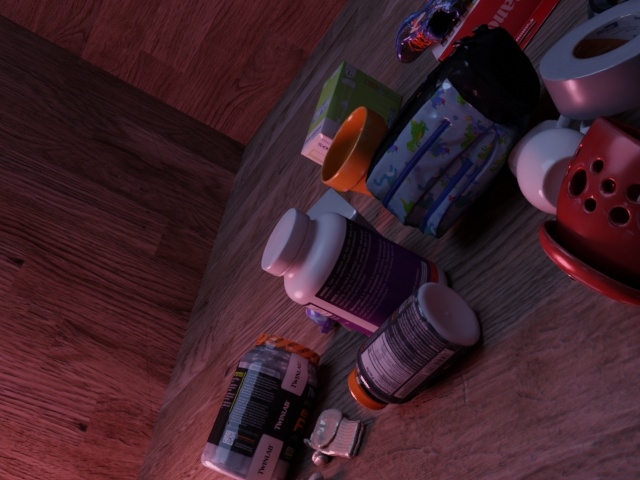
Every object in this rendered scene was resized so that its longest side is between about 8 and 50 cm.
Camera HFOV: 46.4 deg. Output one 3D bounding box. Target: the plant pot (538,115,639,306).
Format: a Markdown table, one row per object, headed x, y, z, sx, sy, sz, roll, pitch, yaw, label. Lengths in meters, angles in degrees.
| x | y | z | sx | sy | sz | roll | pitch | yaw | label |
| --- | --- | --- | --- | --- | --- | --- | --- | --- | --- |
| 0.369 | -0.029 | 0.878 | 0.191 | 0.191 | 0.174 | -100 | 31 | -63 | plant pot |

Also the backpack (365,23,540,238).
| x | y | z | sx | sy | sz | roll | pitch | yaw | label |
| --- | --- | --- | --- | --- | --- | --- | --- | --- | --- |
| 0.234 | -0.177 | 1.362 | 0.356 | 0.273 | 0.290 | -36 | 6 | 33 | backpack |

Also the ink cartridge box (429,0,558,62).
| x | y | z | sx | sy | sz | roll | pitch | yaw | label |
| --- | --- | --- | --- | --- | --- | --- | --- | --- | --- |
| 0.384 | -0.516 | 1.650 | 0.309 | 0.130 | 0.271 | -55 | 20 | 23 | ink cartridge box |

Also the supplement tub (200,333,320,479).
| x | y | z | sx | sy | sz | roll | pitch | yaw | label |
| --- | --- | --- | --- | --- | --- | --- | --- | --- | --- |
| -0.124 | 0.382 | 1.675 | 0.194 | 0.194 | 0.315 | -22 | 45 | 65 | supplement tub |

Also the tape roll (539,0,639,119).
| x | y | z | sx | sy | sz | roll | pitch | yaw | label |
| --- | --- | --- | --- | --- | --- | --- | --- | --- | --- |
| 0.433 | -0.268 | 1.082 | 0.219 | 0.072 | 0.219 | -29 | 24 | 14 | tape roll |

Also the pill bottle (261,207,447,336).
| x | y | z | sx | sy | sz | roll | pitch | yaw | label |
| --- | --- | --- | --- | --- | --- | --- | --- | --- | --- |
| 0.062 | 0.065 | 1.383 | 0.181 | 0.323 | 0.181 | -53 | 20 | 28 | pill bottle |

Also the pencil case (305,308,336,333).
| x | y | z | sx | sy | sz | roll | pitch | yaw | label |
| --- | --- | --- | --- | --- | --- | --- | --- | --- | --- |
| 0.047 | 0.115 | 1.776 | 0.206 | 0.086 | 0.088 | -59 | 41 | 16 | pencil case |

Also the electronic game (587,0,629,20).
| x | y | z | sx | sy | sz | roll | pitch | yaw | label |
| --- | --- | --- | --- | --- | --- | --- | --- | --- | --- |
| 0.535 | -0.454 | 1.250 | 0.229 | 0.048 | 0.229 | -53 | 21 | 31 | electronic game |

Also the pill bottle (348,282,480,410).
| x | y | z | sx | sy | sz | roll | pitch | yaw | label |
| --- | --- | --- | --- | --- | --- | --- | --- | --- | --- |
| 0.147 | 0.192 | 1.275 | 0.245 | 0.131 | 0.130 | -50 | 21 | 35 | pill bottle |

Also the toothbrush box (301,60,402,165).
| x | y | z | sx | sy | sz | roll | pitch | yaw | label |
| --- | --- | --- | --- | --- | --- | --- | --- | --- | --- |
| 0.091 | -0.325 | 2.084 | 0.122 | 0.206 | 0.283 | -40 | 29 | 51 | toothbrush box |

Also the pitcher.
| x | y | z | sx | sy | sz | roll | pitch | yaw | label |
| --- | --- | --- | --- | --- | --- | --- | --- | --- | --- |
| 0.371 | -0.136 | 1.133 | 0.177 | 0.126 | 0.207 | -60 | 6 | 20 | pitcher |

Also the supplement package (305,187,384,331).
| x | y | z | sx | sy | sz | roll | pitch | yaw | label |
| --- | --- | --- | --- | --- | --- | --- | --- | --- | --- |
| 0.043 | 0.041 | 1.567 | 0.194 | 0.203 | 0.149 | -46 | 31 | 3 | supplement package |

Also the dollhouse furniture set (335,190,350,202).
| x | y | z | sx | sy | sz | roll | pitch | yaw | label |
| --- | --- | --- | --- | --- | --- | --- | --- | --- | --- |
| 0.070 | -0.133 | 2.172 | 0.151 | 0.058 | 0.076 | -47 | 6 | -14 | dollhouse furniture set |

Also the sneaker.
| x | y | z | sx | sy | sz | roll | pitch | yaw | label |
| --- | --- | --- | --- | --- | --- | --- | --- | --- | --- |
| 0.237 | -0.470 | 1.656 | 0.221 | 0.083 | 0.087 | -49 | 33 | 46 | sneaker |

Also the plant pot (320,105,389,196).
| x | y | z | sx | sy | sz | roll | pitch | yaw | label |
| --- | --- | --- | --- | --- | --- | --- | --- | --- | --- |
| 0.132 | -0.188 | 1.790 | 0.205 | 0.188 | 0.205 | -54 | 19 | 29 | plant pot |

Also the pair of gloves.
| x | y | z | sx | sy | sz | roll | pitch | yaw | label |
| --- | --- | --- | --- | --- | --- | --- | --- | --- | --- |
| -0.005 | 0.450 | 1.485 | 0.240 | 0.042 | 0.204 | -65 | 17 | -11 | pair of gloves |
